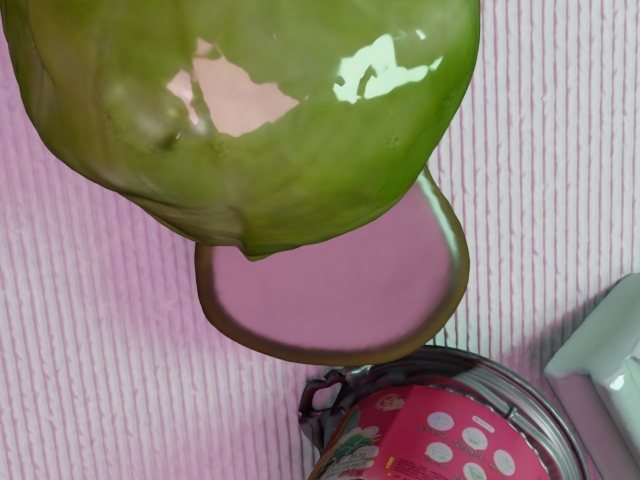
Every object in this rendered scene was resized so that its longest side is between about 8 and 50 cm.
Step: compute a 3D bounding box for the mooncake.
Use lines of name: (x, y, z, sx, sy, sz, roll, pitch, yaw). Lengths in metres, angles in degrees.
mooncake: (0.000, 0.000, 0.827, 0.235, 0.117, 0.234, -1, 105, -5)

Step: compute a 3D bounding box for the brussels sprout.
brussels sprout: (-0.056, -0.142, 0.648, 0.328, 0.247, 0.327, 3, 71, -8)

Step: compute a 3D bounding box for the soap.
soap: (0.336, 0.182, 0.918, 0.160, 0.088, 0.265, -42, 110, -27)

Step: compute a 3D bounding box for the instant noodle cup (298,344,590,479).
instant noodle cup: (0.081, 0.239, 0.810, 0.303, 0.181, 0.258, 16, 118, 21)
